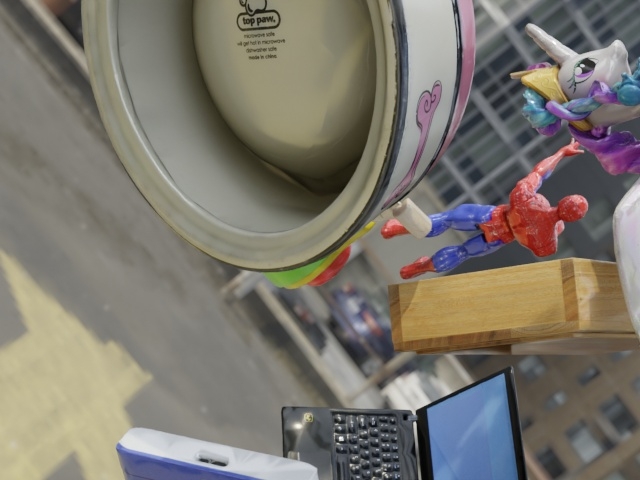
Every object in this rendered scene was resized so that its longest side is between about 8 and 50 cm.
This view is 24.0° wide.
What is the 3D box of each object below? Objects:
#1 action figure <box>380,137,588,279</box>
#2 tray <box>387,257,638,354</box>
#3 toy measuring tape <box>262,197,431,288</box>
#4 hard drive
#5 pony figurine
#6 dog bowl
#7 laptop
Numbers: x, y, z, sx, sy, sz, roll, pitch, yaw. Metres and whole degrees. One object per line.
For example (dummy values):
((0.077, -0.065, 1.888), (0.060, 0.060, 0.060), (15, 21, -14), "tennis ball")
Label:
((0.204, -0.031, 1.635), (0.280, 0.139, 0.091), (-11, -72, 56), "action figure")
((0.270, 0.076, 1.565), (0.411, 0.202, 0.076), (7, 76, -53), "tray")
((0.000, 0.000, 1.554), (0.121, 0.121, 0.330), (50, -15, -20), "toy measuring tape")
((-0.080, 0.339, 1.529), (0.040, 0.210, 0.319), (-52, 142, -47), "hard drive")
((0.378, -0.092, 1.380), (0.303, 0.363, 0.351), (-31, 97, -52), "pony figurine")
((-0.035, -0.185, 1.372), (0.150, 0.408, 0.408), (-19, 66, -43), "dog bowl")
((0.096, 0.276, 1.773), (0.137, 0.264, 0.234), (106, -16, -55), "laptop")
